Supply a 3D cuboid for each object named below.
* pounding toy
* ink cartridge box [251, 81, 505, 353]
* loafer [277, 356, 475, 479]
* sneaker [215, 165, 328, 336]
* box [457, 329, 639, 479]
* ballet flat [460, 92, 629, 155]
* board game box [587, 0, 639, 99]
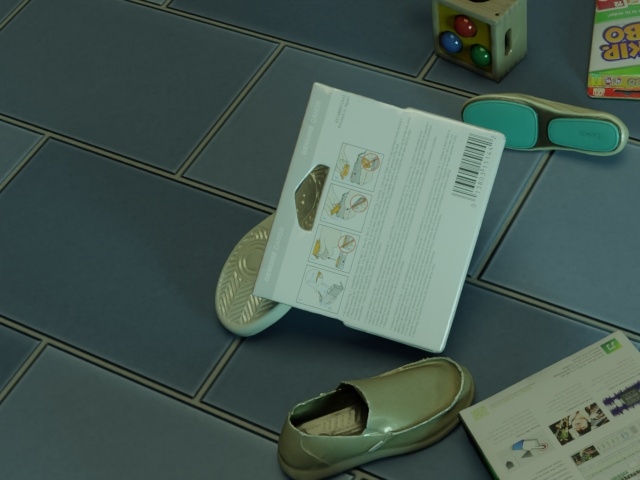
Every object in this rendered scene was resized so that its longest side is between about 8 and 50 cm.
[{"bbox_3d":[0.213,-0.371,1.987,0.206,0.181,0.094,29,60,29],"label":"pounding toy"},{"bbox_3d":[0.077,-0.031,1.657,0.261,0.066,0.296,17,90,4],"label":"ink cartridge box"},{"bbox_3d":[0.070,0.215,1.573,0.268,0.092,0.102,-24,51,-11],"label":"loafer"},{"bbox_3d":[0.000,0.000,1.761,0.131,0.148,0.350,40,90,30],"label":"sneaker"},{"bbox_3d":[0.321,0.256,1.446,0.232,0.058,0.322,-27,32,-1],"label":"box"},{"bbox_3d":[0.335,-0.175,1.882,0.248,0.086,0.086,14,54,18],"label":"ballet flat"},{"bbox_3d":[0.493,-0.321,2.001,0.124,0.039,0.259,4,54,13],"label":"board game box"}]
